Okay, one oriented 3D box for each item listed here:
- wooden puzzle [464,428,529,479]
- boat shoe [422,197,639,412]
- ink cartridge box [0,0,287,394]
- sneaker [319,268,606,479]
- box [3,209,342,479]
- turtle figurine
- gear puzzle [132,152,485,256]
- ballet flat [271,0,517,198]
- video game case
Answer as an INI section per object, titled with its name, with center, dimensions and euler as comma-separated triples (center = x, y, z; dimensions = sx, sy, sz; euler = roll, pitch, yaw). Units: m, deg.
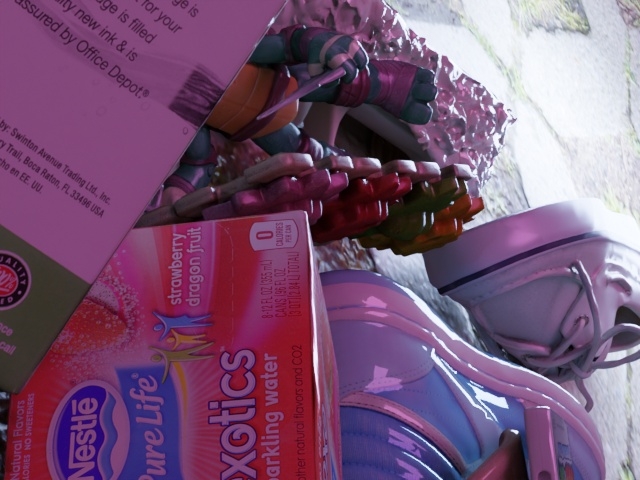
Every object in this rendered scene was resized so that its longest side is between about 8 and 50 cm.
[wooden puzzle]
center = 0.080, 0.258, 1.098
dimensions = 0.239, 0.044, 0.221
euler = -41, 128, -43
[boat shoe]
center = 0.193, 0.062, 1.536
dimensions = 0.367, 0.136, 0.156
euler = 10, 61, -69
[ink cartridge box]
center = -0.155, -0.109, 0.886
dimensions = 0.211, 0.289, 0.121
euler = 39, -7, -40
[sneaker]
center = 0.081, 0.173, 1.243
dimensions = 0.319, 0.127, 0.208
euler = 32, 42, -38
[box]
center = -0.067, 0.149, 0.925
dimensions = 0.142, 0.154, 0.300
euler = 80, 6, -52
[turtle figurine]
center = -0.038, -0.083, 1.199
dimensions = 0.234, 0.175, 0.118
euler = 9, 48, -48
[gear puzzle]
center = 0.000, 0.000, 1.185
dimensions = 0.339, 0.175, 0.044
euler = 0, 70, -61
[ballet flat]
center = 0.005, -0.112, 1.351
dimensions = 0.409, 0.147, 0.147
euler = 30, 43, -46
[video game case]
center = 0.145, 0.176, 1.164
dimensions = 0.157, 0.019, 0.143
euler = 38, 45, -77
